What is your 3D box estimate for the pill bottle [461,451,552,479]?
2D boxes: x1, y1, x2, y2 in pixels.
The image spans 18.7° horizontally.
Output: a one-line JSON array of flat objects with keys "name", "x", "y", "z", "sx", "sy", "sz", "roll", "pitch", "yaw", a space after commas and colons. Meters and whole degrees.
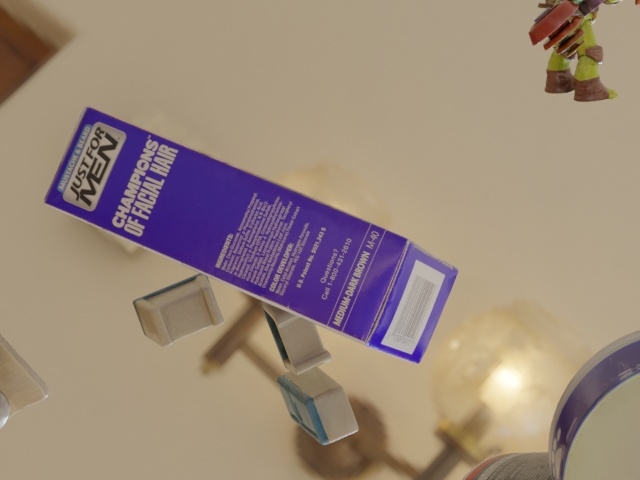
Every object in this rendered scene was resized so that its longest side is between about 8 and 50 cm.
[{"name": "pill bottle", "x": 0.324, "y": 0.357, "z": 2.344, "sx": 0.210, "sy": 0.210, "sz": 0.363, "roll": 49, "pitch": -25, "yaw": -14}]

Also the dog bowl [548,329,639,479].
[{"name": "dog bowl", "x": 0.361, "y": 0.221, "z": 1.914, "sx": 0.265, "sy": 0.265, "sz": 0.104, "roll": 48, "pitch": 11, "yaw": -11}]

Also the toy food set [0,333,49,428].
[{"name": "toy food set", "x": -0.381, "y": 0.178, "z": 1.705, "sx": 0.092, "sy": 0.306, "sz": 0.220, "roll": -11, "pitch": -52, "yaw": 40}]

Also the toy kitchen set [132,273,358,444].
[{"name": "toy kitchen set", "x": -0.083, "y": 0.124, "z": 2.014, "sx": 0.122, "sy": 0.166, "sz": 0.207, "roll": -151, "pitch": -140, "yaw": -72}]

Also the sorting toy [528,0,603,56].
[{"name": "sorting toy", "x": 0.207, "y": -0.179, "z": 1.583, "sx": 0.042, "sy": 0.102, "sz": 0.061, "roll": 48, "pitch": -37, "yaw": -5}]

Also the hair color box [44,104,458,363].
[{"name": "hair color box", "x": -0.060, "y": -0.004, "z": 1.781, "sx": 0.339, "sy": 0.110, "sz": 0.185, "roll": 21, "pitch": -2, "yaw": 19}]

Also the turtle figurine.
[{"name": "turtle figurine", "x": 0.332, "y": -0.287, "z": 2.452, "sx": 0.269, "sy": 0.087, "sz": 0.217, "roll": 14, "pitch": -65, "yaw": 47}]
